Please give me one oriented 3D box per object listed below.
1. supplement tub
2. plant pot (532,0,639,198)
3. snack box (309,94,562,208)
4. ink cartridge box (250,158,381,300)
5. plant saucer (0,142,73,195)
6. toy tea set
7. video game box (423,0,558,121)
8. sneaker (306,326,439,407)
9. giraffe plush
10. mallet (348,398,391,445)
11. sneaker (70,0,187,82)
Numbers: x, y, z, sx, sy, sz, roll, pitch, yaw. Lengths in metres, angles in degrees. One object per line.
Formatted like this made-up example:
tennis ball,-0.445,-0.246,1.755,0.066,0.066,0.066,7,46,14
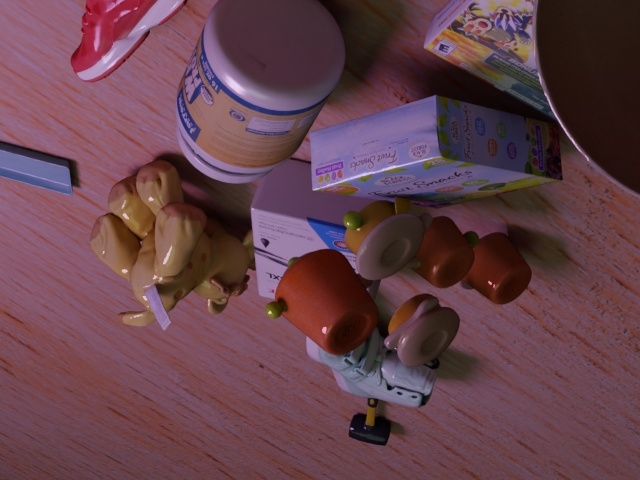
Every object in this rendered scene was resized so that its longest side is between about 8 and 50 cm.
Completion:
supplement tub,-0.069,-0.157,1.608,0.144,0.144,0.200,22,149,-7
plant pot,0.339,-0.184,1.262,0.284,0.191,0.284,16,122,28
snack box,0.120,-0.087,1.614,0.174,0.070,0.207,-13,165,42
ink cartridge box,0.000,0.000,1.888,0.148,0.086,0.203,12,148,9
plant saucer,-0.408,-0.104,2.006,0.192,0.018,0.067,16,150,6
toy tea set,0.089,0.034,1.769,0.336,0.200,0.124,14,-153,-49
video game box,0.231,-0.194,1.486,0.205,0.048,0.187,26,147,-14
sneaker,0.078,0.146,2.076,0.151,0.094,0.256,11,159,23
giraffe plush,-0.161,0.015,1.951,0.170,0.210,0.181,1,156,-45
mallet,0.085,0.248,2.304,0.062,0.039,0.190,17,146,2
sneaker,-0.222,-0.260,1.607,0.128,0.087,0.221,39,132,-18
